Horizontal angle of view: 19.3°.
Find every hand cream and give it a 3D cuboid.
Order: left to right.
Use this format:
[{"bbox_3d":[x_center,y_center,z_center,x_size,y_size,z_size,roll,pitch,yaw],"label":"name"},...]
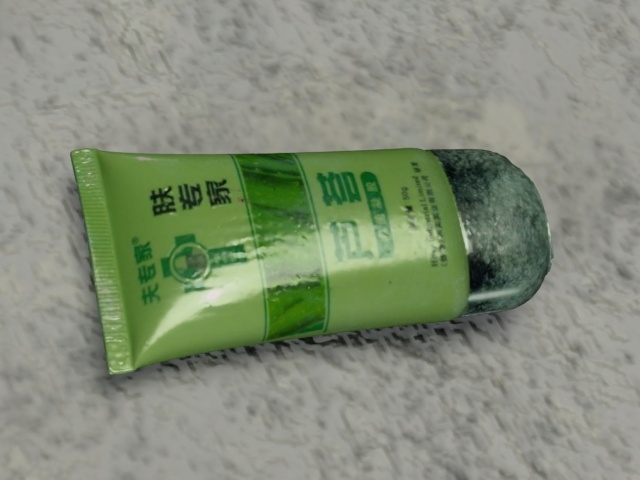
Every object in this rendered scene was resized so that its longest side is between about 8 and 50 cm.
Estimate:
[{"bbox_3d":[0.000,0.000,0.703,0.175,0.046,0.095,-3,61,-19],"label":"hand cream"}]
